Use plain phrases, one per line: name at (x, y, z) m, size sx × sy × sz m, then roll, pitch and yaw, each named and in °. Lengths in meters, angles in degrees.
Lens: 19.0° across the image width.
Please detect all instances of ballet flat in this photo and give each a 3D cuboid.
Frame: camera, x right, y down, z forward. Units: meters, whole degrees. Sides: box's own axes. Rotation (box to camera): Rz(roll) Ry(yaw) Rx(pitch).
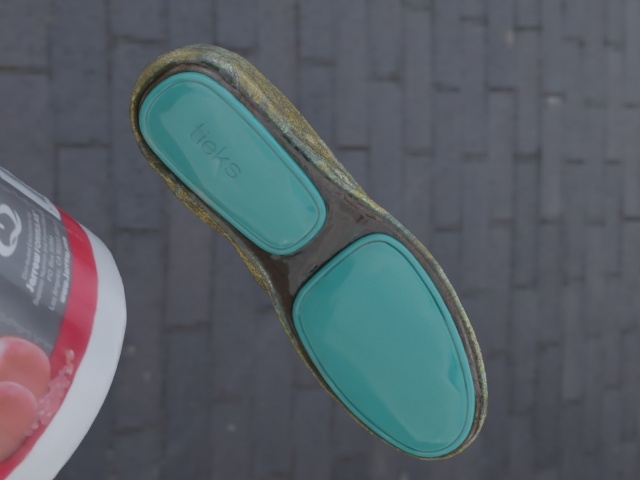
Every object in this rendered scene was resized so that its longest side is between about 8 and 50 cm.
ballet flat at (0.000, 0.000, 1.346) m, size 0.348 × 0.123 × 0.123 m, roll 49°, pitch 41°, yaw -11°

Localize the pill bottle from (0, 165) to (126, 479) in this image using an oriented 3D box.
pill bottle at (-0.251, -0.004, 0.832) m, size 0.318 × 0.176 × 0.176 m, roll 38°, pitch 57°, yaw -38°
